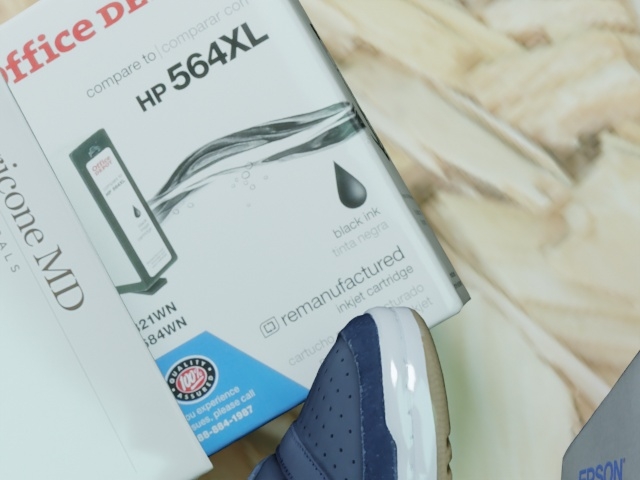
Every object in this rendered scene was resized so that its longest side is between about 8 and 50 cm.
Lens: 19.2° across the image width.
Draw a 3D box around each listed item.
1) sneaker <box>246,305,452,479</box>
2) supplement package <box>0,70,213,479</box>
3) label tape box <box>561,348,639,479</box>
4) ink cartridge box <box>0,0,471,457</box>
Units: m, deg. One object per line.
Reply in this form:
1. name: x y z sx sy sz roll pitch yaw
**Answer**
1. sneaker: -0.045 0.154 0.746 0.153 0.099 0.282 8 107 -11
2. supplement package: -0.222 0.088 0.712 0.293 0.175 0.177 -27 85 -22
3. label tape box: 0.238 0.162 0.876 0.241 0.106 0.333 9 74 -15
4. ink cartridge box: -0.049 -0.024 0.816 0.148 0.086 0.203 -31 87 6
